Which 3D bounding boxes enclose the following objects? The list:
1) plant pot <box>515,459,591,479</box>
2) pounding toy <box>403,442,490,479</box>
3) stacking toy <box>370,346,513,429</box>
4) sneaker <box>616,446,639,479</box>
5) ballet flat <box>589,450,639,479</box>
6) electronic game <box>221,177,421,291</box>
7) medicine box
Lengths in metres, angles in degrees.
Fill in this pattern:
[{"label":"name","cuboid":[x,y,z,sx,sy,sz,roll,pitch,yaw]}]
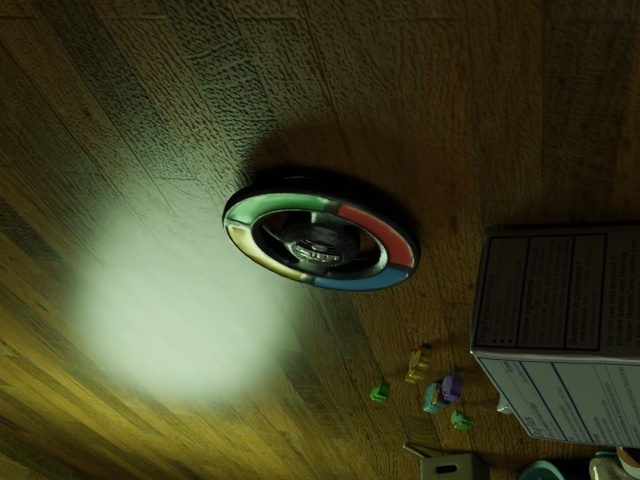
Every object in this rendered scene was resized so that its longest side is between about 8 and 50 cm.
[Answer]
[{"label":"plant pot","cuboid":[0.555,0.607,1.540,0.334,0.341,0.341,10,153,-8]},{"label":"pounding toy","cuboid":[0.255,0.469,1.666,0.141,0.100,0.130,-13,144,25]},{"label":"stacking toy","cuboid":[0.190,0.235,1.291,0.166,0.052,0.221,20,154,-8]},{"label":"sneaker","cuboid":[0.580,0.328,1.208,0.290,0.106,0.123,-2,151,31]},{"label":"ballet flat","cuboid":[0.596,0.407,1.352,0.316,0.106,0.107,-14,142,42]},{"label":"electronic game","cuboid":[0.000,0.000,0.936,0.229,0.048,0.229,12,152,6]},{"label":"medicine box","cuboid":[0.336,0.110,0.871,0.289,0.149,0.263,-1,149,28]}]
